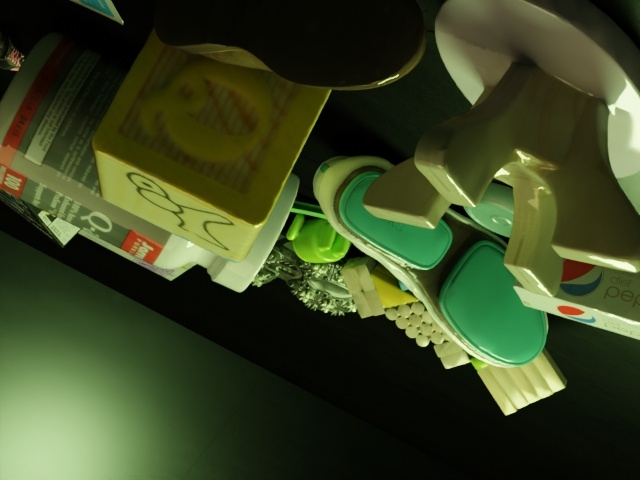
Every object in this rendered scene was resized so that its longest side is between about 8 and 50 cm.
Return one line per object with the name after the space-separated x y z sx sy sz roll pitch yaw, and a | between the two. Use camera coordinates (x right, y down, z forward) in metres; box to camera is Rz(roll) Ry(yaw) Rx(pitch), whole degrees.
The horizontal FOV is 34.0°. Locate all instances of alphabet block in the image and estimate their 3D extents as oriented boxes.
-0.117 -0.111 1.117 0.192 0.193 0.197 25 165 -5 | alphabet block

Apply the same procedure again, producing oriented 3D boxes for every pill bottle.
-0.223 -0.090 1.325 0.363 0.210 0.210 28 165 -10 | pill bottle

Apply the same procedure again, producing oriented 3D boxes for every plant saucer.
0.211 -0.030 1.201 0.119 0.021 0.119 23 165 7 | plant saucer

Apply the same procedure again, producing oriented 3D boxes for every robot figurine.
0.000 0.000 1.556 0.101 0.067 0.115 18 169 -24 | robot figurine

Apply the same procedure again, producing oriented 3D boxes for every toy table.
0.164 -0.074 0.856 0.252 0.161 0.274 8 159 48 | toy table

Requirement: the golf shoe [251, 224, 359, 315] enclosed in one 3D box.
-0.030 0.029 1.664 0.273 0.120 0.105 20 127 -14 | golf shoe

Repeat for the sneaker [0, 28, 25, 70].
-0.424 -0.254 1.421 0.057 0.047 0.119 23 174 -17 | sneaker

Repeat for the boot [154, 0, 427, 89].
-0.009 -0.184 0.912 0.305 0.112 0.115 19 -178 44 | boot

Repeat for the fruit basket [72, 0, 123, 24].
-0.350 -0.306 0.828 0.353 0.165 0.327 30 167 12 | fruit basket

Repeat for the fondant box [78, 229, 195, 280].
-0.333 -0.034 1.928 0.238 0.096 0.330 28 166 -11 | fondant box

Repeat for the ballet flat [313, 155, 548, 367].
0.140 0.016 1.318 0.400 0.139 0.139 39 161 -30 | ballet flat

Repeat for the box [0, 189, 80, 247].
-0.556 -0.147 1.748 0.295 0.073 0.293 34 162 24 | box

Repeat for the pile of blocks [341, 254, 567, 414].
0.208 0.106 1.571 0.362 0.149 0.112 33 -151 3 | pile of blocks

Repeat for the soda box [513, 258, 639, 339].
0.339 0.062 1.207 0.216 0.074 0.069 16 163 30 | soda box

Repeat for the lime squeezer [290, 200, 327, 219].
-0.129 -0.085 1.495 0.310 0.058 0.110 30 165 -16 | lime squeezer
